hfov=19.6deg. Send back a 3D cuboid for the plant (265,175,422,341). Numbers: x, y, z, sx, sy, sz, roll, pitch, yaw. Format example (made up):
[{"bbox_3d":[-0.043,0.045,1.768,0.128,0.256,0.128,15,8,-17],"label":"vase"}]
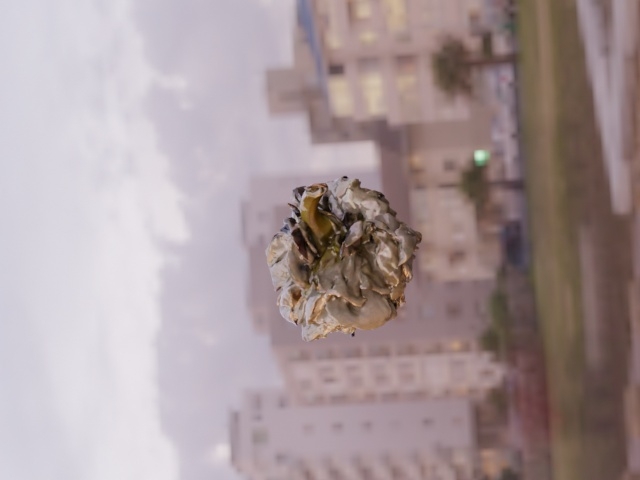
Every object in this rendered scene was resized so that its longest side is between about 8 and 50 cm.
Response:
[{"bbox_3d":[0.000,0.000,1.144,0.104,0.116,0.122,-53,-42,-19],"label":"plant"}]
